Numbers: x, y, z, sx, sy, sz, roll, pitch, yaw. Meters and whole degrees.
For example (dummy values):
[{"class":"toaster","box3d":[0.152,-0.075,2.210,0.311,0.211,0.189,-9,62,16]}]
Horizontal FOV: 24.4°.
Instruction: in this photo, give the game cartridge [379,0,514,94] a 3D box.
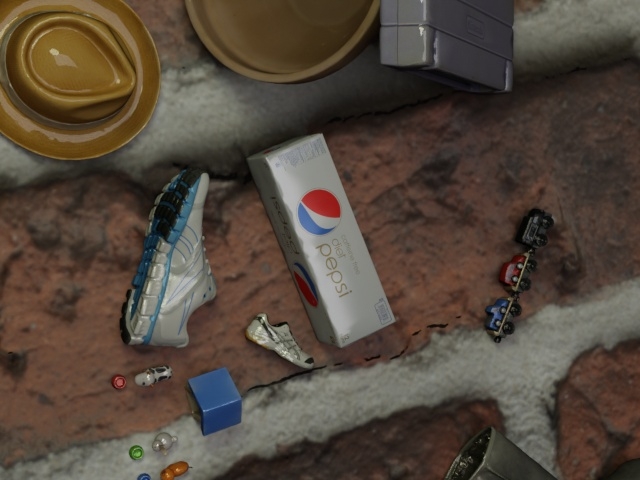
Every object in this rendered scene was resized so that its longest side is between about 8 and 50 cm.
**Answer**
[{"class":"game cartridge","box3d":[0.129,-0.270,1.467,0.068,0.355,0.230,-3,90,20]}]

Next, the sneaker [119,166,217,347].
[{"class":"sneaker","box3d":[-0.139,0.021,1.501,0.083,0.071,0.190,17,94,-26]}]

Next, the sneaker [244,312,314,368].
[{"class":"sneaker","box3d":[-0.037,0.105,1.553,0.083,0.032,0.037,31,81,-19]}]

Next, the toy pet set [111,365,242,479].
[{"class":"toy pet set","box3d":[-0.139,0.183,1.500,0.114,0.065,0.122,-17,98,-19]}]

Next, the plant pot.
[{"class":"plant pot","box3d":[-0.013,-0.271,1.484,0.110,0.237,0.237,2,91,-61]}]

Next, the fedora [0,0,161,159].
[{"class":"fedora","box3d":[-0.243,-0.170,1.444,0.194,0.079,0.194,-1,92,-21]}]

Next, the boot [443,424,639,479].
[{"class":"boot","box3d":[0.257,0.271,1.655,0.208,0.076,0.189,39,76,-10]}]

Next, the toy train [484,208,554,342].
[{"class":"toy train","box3d":[0.218,0.038,1.649,0.036,0.027,0.158,23,83,-16]}]

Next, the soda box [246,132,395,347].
[{"class":"soda box","box3d":[0.000,0.000,1.542,0.069,0.074,0.216,-24,99,-18]}]
